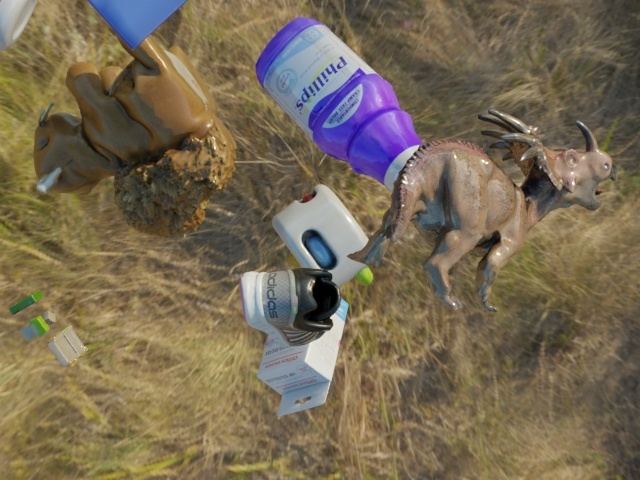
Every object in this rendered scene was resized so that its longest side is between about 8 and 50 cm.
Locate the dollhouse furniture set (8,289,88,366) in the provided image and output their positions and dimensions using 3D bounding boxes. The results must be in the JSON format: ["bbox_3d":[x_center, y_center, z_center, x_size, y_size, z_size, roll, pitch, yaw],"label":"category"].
[{"bbox_3d":[-0.508,0.171,1.710,0.059,0.076,0.151,-30,100,19],"label":"dollhouse furniture set"}]

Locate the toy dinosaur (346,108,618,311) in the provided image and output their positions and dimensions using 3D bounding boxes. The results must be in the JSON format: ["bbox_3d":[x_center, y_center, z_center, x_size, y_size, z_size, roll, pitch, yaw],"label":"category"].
[{"bbox_3d":[0.144,-0.047,0.888,0.127,0.296,0.200,30,104,40],"label":"toy dinosaur"}]

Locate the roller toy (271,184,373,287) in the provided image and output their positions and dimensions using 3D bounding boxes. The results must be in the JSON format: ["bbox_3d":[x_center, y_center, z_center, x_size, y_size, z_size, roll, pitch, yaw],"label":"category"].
[{"bbox_3d":[0.000,0.000,1.793,0.146,0.191,0.209,-36,53,-2],"label":"roller toy"}]

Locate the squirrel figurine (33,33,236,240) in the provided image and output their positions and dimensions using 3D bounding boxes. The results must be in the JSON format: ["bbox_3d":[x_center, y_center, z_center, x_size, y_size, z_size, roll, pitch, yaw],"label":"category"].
[{"bbox_3d":[-0.378,-0.175,1.829,0.370,0.281,0.397,-35,89,8],"label":"squirrel figurine"}]

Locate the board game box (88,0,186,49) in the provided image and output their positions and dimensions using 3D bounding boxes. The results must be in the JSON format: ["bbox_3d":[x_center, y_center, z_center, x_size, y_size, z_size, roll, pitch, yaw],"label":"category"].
[{"bbox_3d":[-0.135,-0.387,0.872,0.347,0.078,0.233,-42,134,0],"label":"board game box"}]

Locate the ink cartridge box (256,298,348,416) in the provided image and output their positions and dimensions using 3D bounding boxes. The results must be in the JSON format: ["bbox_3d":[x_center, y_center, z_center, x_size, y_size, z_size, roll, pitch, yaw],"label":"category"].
[{"bbox_3d":[-0.030,0.166,1.397,0.104,0.181,0.061,-23,128,37],"label":"ink cartridge box"}]

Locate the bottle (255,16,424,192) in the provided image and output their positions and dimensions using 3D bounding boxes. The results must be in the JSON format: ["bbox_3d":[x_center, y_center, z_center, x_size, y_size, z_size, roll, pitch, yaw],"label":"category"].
[{"bbox_3d":[0.033,-0.162,1.143,0.118,0.092,0.283,-47,57,10],"label":"bottle"}]

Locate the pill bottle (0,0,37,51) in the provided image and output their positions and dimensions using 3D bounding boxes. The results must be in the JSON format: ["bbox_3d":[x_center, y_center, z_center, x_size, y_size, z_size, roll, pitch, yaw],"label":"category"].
[{"bbox_3d":[-0.714,-0.509,1.760,0.323,0.181,0.181,27,94,-12],"label":"pill bottle"}]

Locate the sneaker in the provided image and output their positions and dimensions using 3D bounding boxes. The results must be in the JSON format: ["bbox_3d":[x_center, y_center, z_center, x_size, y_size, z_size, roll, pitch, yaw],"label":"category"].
[{"bbox_3d":[-0.012,0.062,0.847,0.075,0.170,0.063,-4,75,17],"label":"sneaker"}]
